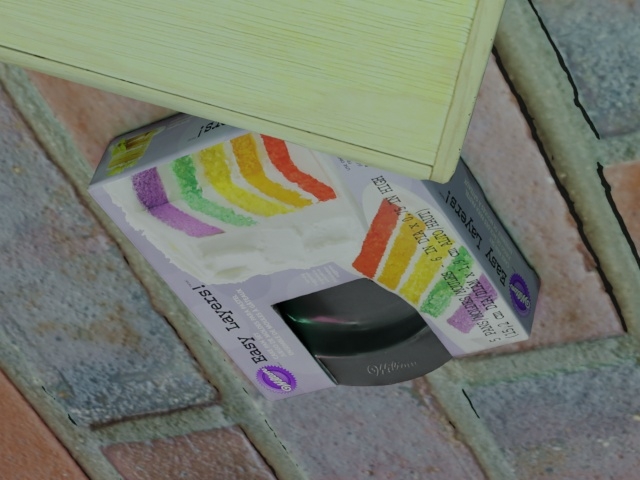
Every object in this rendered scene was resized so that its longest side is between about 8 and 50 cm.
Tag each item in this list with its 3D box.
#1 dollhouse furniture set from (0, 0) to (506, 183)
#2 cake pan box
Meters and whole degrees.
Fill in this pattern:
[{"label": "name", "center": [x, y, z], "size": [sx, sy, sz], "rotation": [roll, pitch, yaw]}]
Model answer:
[{"label": "dollhouse furniture set", "center": [-0.011, -0.253, 0.713], "size": [0.257, 0.394, 0.362], "rotation": [16, 149, 3]}, {"label": "cake pan box", "center": [0.000, 0.000, 1.226], "size": [0.246, 0.070, 0.267], "rotation": [-14, 128, 32]}]
